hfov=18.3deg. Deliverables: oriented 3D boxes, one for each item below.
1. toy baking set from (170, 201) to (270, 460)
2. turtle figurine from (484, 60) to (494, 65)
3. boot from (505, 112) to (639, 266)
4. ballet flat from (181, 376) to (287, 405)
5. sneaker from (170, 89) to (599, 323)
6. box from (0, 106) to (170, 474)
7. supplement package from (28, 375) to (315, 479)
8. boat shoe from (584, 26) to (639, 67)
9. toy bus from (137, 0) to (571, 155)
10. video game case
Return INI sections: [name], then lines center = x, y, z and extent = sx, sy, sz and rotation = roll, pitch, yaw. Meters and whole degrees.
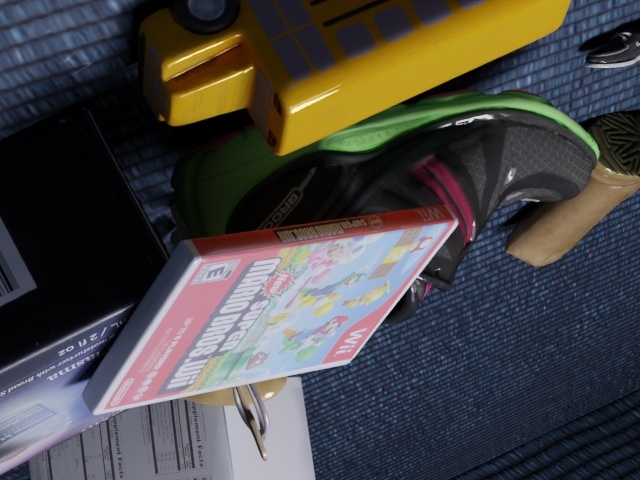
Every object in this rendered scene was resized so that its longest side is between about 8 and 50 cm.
[toy baking set]
center = -0.090, 0.083, 1.879
extent = 0.030, 0.256, 0.197
rotation = -20, 126, -8
[turtle figurine]
center = 0.281, -0.196, 1.805
extent = 0.274, 0.198, 0.266
rotation = -38, 164, 11
[boot]
center = 0.328, -0.053, 2.499
extent = 0.236, 0.089, 0.269
rotation = -11, 156, -47
[ballet flat]
center = -0.150, 0.117, 2.023
extent = 0.232, 0.080, 0.073
rotation = 6, 139, 16
[sneaker]
center = 0.069, -0.027, 1.872
extent = 0.482, 0.202, 0.185
rotation = -12, 180, -36
[box]
center = -0.277, 0.074, 1.679
extent = 0.296, 0.183, 0.294
rotation = -27, 165, -10
[supplement package]
center = -0.166, 0.271, 2.262
extent = 0.262, 0.198, 0.199
rotation = -11, 172, 25
[boat shoe]
center = 0.334, -0.211, 2.132
extent = 0.125, 0.038, 0.046
rotation = -15, -160, -27
[toy bus]
center = 0.025, -0.171, 1.562
extent = 0.332, 0.130, 0.108
rotation = -25, 163, -16
[video game case]
center = -0.039, 0.055, 1.638
extent = 0.285, 0.025, 0.204
rotation = -9, 146, -41
